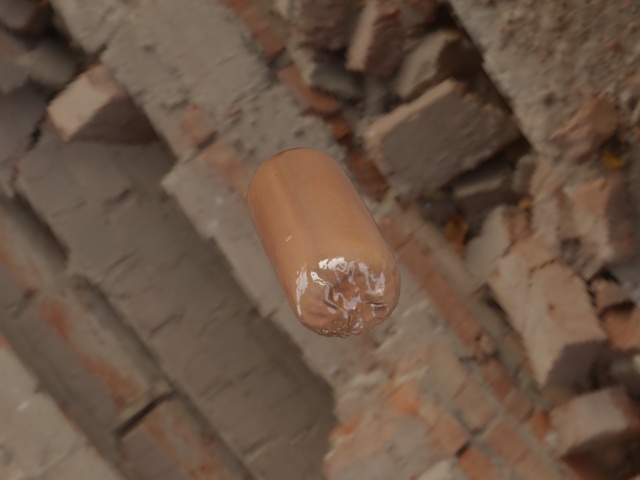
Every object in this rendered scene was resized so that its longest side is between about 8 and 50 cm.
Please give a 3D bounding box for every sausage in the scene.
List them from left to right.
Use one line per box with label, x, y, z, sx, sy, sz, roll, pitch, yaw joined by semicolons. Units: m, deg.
sausage;0.000;0.000;0.513;0.034;0.083;0.034;-6;120;-11
